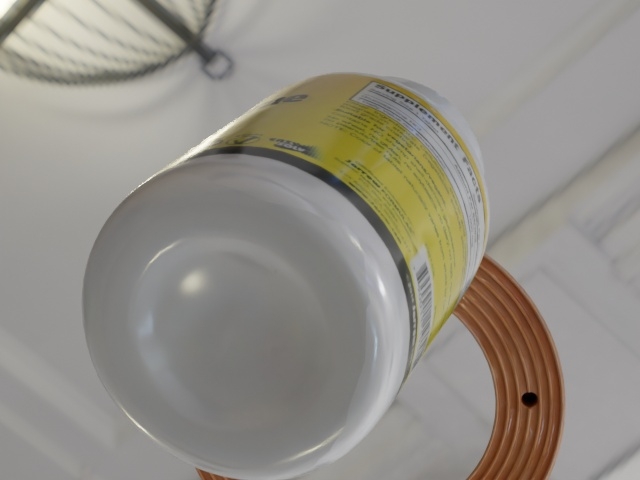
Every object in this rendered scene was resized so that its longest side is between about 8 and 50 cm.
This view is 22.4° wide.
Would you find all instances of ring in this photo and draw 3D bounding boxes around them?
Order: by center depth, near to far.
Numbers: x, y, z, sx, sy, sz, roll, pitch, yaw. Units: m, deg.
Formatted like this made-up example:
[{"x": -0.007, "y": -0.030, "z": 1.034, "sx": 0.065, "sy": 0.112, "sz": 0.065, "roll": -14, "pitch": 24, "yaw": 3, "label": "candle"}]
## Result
[{"x": 0.043, "y": 0.136, "z": 1.401, "sx": 0.336, "sy": 0.336, "sz": 0.032, "roll": -44, "pitch": -174, "yaw": 16, "label": "ring"}]

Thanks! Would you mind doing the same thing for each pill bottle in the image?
[{"x": 0.000, "y": 0.000, "z": 1.015, "sx": 0.188, "sy": 0.188, "sz": 0.334, "roll": -40, "pitch": -178, "yaw": 25, "label": "pill bottle"}]
